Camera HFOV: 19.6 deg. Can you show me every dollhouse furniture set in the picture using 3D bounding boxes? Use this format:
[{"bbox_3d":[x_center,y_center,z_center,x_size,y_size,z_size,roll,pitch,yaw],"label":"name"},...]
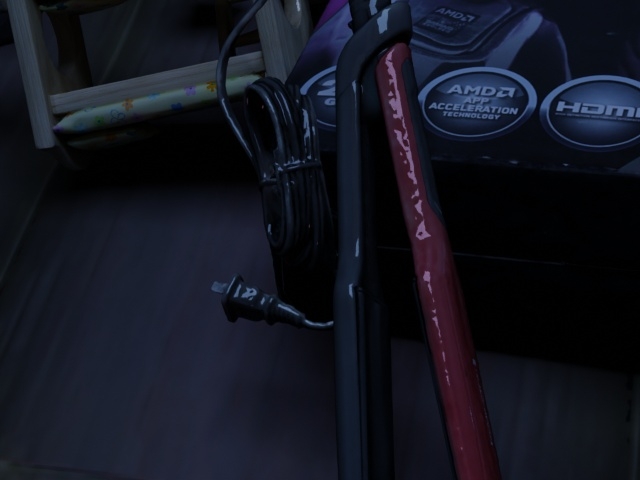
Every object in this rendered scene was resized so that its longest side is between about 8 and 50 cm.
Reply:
[{"bbox_3d":[-0.085,-0.086,0.822,0.181,0.101,0.161,-10,3,15],"label":"dollhouse furniture set"}]

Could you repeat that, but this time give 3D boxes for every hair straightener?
[{"bbox_3d":[0.000,0.000,0.626,0.089,0.047,0.230,-13,79,14],"label":"hair straightener"}]

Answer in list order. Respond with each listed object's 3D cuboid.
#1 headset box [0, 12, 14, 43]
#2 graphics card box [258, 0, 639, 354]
[{"bbox_3d":[-0.172,-0.118,0.854,0.083,0.062,0.032,-17,42,-18],"label":"headset box"},{"bbox_3d":[0.137,-0.104,0.789,0.232,0.094,0.371,7,42,17],"label":"graphics card box"}]
